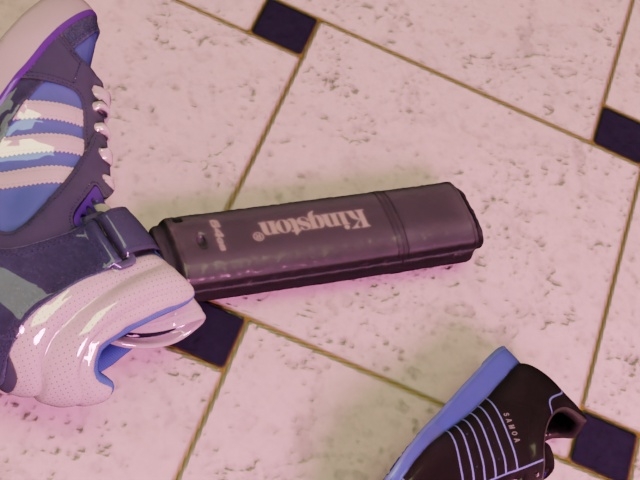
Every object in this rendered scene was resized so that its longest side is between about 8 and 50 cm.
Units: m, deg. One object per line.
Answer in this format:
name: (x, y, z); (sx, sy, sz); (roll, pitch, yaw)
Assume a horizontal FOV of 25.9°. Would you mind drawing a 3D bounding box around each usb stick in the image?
usb stick: (0.000, 0.000, 1.124); (0.278, 0.045, 0.077); (-8, 61, -22)

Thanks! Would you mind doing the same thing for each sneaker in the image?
sneaker: (0.111, 0.172, 1.025); (0.090, 0.081, 0.232); (35, 53, 15)
sneaker: (-0.178, -0.021, 1.043); (0.236, 0.130, 0.323); (32, 49, -7)
